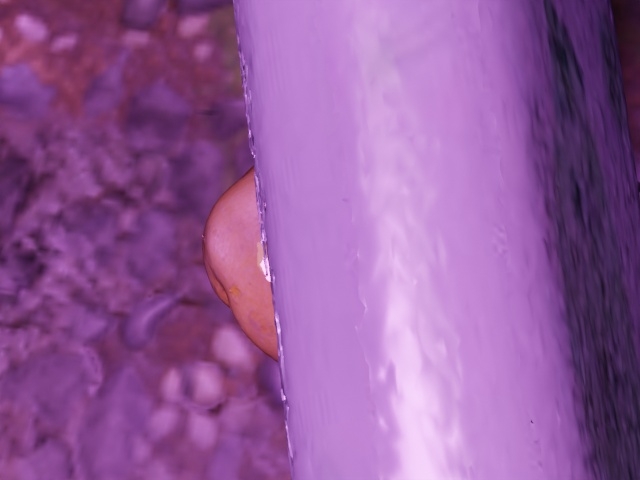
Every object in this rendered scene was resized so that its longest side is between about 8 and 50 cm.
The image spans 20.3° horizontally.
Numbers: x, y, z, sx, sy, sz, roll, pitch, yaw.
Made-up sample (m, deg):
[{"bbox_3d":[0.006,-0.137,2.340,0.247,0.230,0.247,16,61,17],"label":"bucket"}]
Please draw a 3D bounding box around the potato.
[{"bbox_3d":[0.000,0.000,0.547,0.062,0.068,0.083,10,55,49],"label":"potato"}]

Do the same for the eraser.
[{"bbox_3d":[0.040,0.018,0.464,0.081,0.174,0.227,-10,76,19],"label":"eraser"}]
